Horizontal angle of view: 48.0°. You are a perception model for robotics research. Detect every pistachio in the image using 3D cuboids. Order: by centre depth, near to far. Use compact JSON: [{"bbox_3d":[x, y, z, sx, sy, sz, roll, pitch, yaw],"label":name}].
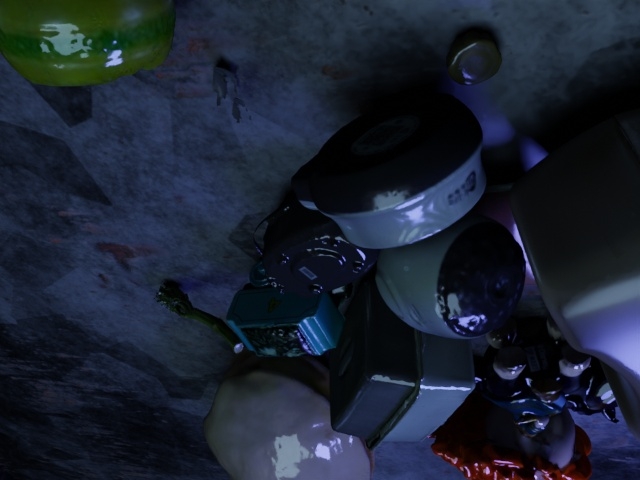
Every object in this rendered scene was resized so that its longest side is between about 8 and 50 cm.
[{"bbox_3d":[-0.065,0.393,1.438,0.365,0.281,0.445,10,130,22],"label":"pistachio"}]

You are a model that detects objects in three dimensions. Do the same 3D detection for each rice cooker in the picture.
[{"bbox_3d":[-0.001,0.000,1.011,0.203,0.118,0.142,-27,125,36],"label":"rice cooker"}]

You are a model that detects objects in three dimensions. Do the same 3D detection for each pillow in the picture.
[{"bbox_3d":[0.225,-0.008,0.952,0.171,0.075,0.179,-5,136,34],"label":"pillow"}]

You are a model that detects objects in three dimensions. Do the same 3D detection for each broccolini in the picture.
[{"bbox_3d":[-0.206,0.134,1.238,0.051,0.054,0.239,-4,-159,-45],"label":"broccolini"}]

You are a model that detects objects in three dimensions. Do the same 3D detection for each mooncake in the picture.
[{"bbox_3d":[0.023,-0.181,0.820,0.347,0.057,0.150,11,131,12],"label":"mooncake"}]

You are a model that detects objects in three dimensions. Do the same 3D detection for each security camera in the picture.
[{"bbox_3d":[0.124,-0.007,0.826,0.191,0.197,0.277,11,136,51],"label":"security camera"}]

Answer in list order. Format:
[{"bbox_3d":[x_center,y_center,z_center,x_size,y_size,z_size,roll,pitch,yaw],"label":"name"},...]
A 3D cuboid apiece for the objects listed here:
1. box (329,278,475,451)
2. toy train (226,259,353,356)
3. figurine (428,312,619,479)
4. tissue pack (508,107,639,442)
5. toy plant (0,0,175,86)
[{"bbox_3d":[0.118,0.192,1.138,0.166,0.220,0.290,6,145,-11],"label":"box"},{"bbox_3d":[-0.047,0.104,1.136,0.198,0.154,0.107,-5,135,27],"label":"toy train"},{"bbox_3d":[0.351,0.276,1.179,0.306,0.241,0.411,1,130,-24],"label":"figurine"},{"bbox_3d":[0.408,0.043,0.789,0.277,0.267,0.387,-26,127,24],"label":"tissue pack"},{"bbox_3d":[-0.248,-0.321,0.679,0.224,0.184,0.316,6,126,6],"label":"toy plant"}]
